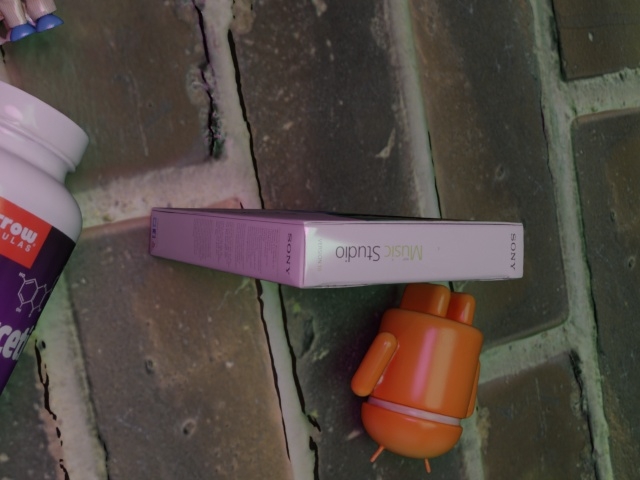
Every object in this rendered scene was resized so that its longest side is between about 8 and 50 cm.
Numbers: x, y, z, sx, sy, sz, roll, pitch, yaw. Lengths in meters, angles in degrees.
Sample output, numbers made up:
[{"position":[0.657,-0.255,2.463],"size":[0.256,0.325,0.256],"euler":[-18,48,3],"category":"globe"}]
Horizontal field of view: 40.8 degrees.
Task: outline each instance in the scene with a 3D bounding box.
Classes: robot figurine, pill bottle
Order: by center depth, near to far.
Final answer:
[{"position":[-0.320,0.029,0.715],"size":[0.181,0.181,0.323],"euler":[30,76,-29],"category":"pill bottle"},{"position":[0.118,0.162,1.026],"size":[0.158,0.128,0.220],"euler":[32,70,-70],"category":"robot figurine"}]

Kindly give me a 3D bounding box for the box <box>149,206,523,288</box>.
[{"position":[0.000,0.000,0.832],"size":[0.232,0.322,0.059],"euler":[0,95,-32],"category":"box"}]

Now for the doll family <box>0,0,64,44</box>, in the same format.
[{"position":[-0.358,-0.230,0.742],"size":[0.262,0.118,0.163],"euler":[-24,111,-11],"category":"doll family"}]
